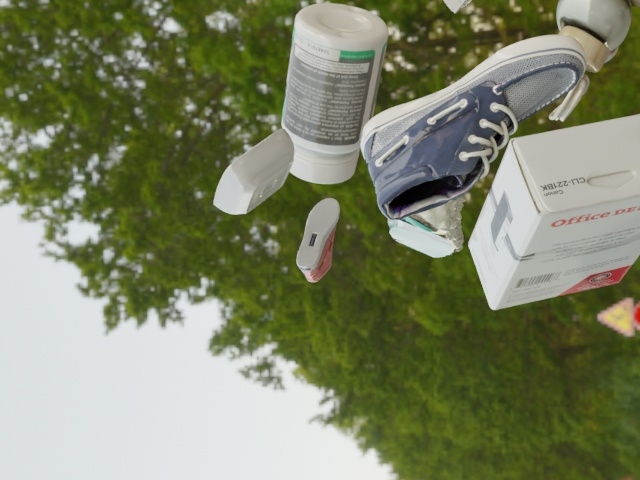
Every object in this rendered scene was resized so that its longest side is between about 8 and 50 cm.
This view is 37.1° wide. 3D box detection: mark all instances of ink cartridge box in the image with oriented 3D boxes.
[{"bbox_3d":[0.320,-0.031,1.225,0.273,0.197,0.114,97,160,-63],"label":"ink cartridge box"}]

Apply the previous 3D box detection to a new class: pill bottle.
[{"bbox_3d":[0.022,-0.319,2.108,0.204,0.204,0.361,-67,-11,-54],"label":"pill bottle"}]

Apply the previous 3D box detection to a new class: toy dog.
[{"bbox_3d":[0.407,-0.351,1.514,0.220,0.161,0.333,-51,-9,-11],"label":"toy dog"}]

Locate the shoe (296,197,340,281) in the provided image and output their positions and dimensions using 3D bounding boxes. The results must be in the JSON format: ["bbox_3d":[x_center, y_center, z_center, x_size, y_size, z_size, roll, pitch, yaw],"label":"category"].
[{"bbox_3d":[0.000,0.000,2.052,0.081,0.063,0.178,66,-140,-59],"label":"shoe"}]

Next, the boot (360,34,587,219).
[{"bbox_3d":[0.124,-0.082,0.737,0.069,0.190,0.086,46,-155,-45],"label":"boot"}]

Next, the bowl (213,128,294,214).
[{"bbox_3d":[-0.100,-0.104,1.549,0.142,0.053,0.142,-40,-11,-30],"label":"bowl"}]

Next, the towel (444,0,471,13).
[{"bbox_3d":[0.277,-0.592,1.932,0.187,0.049,0.282,56,164,1],"label":"towel"}]

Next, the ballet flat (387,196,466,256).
[{"bbox_3d":[0.198,-0.056,1.635,0.409,0.147,0.147,58,-149,-83],"label":"ballet flat"}]
